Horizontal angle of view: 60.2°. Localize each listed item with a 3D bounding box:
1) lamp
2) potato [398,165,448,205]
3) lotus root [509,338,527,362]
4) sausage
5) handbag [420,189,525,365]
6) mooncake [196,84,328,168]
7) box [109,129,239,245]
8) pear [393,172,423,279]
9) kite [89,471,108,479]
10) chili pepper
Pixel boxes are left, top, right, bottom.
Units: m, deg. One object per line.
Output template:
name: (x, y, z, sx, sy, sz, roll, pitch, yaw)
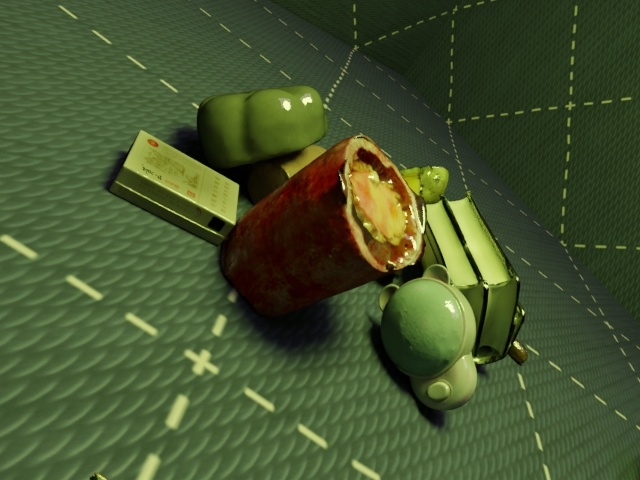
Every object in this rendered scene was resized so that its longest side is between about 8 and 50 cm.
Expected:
lamp: (0.188, 0.177, 0.976, 0.108, 0.179, 0.246, 5, 62, -44)
potato: (0.238, -0.094, 1.448, 0.160, 0.272, 0.111, 1, 74, -6)
lotus root: (0.482, 0.267, 1.375, 0.030, 0.037, 0.083, -3, 49, -50)
sausage: (-0.060, -0.134, 1.182, 0.123, 0.123, 0.253, 44, 26, 8)
handbag: (0.322, 0.075, 1.255, 0.160, 0.237, 0.358, -5, 36, -1)
mooncake: (-0.117, -0.235, 1.100, 0.275, 0.275, 0.135, -50, 133, -64)
box: (-0.240, -0.090, 0.942, 0.201, 0.058, 0.141, 29, 28, -24)
pear: (0.128, -0.049, 1.252, 0.178, 0.267, 0.267, 13, 28, 2)
kite: (-0.101, 0.344, 0.493, 0.321, 0.016, 0.234, 36, 26, -9)
chili pepper: (0.000, 0.000, 0.905, 0.229, 0.305, 0.251, 33, 38, -32)
